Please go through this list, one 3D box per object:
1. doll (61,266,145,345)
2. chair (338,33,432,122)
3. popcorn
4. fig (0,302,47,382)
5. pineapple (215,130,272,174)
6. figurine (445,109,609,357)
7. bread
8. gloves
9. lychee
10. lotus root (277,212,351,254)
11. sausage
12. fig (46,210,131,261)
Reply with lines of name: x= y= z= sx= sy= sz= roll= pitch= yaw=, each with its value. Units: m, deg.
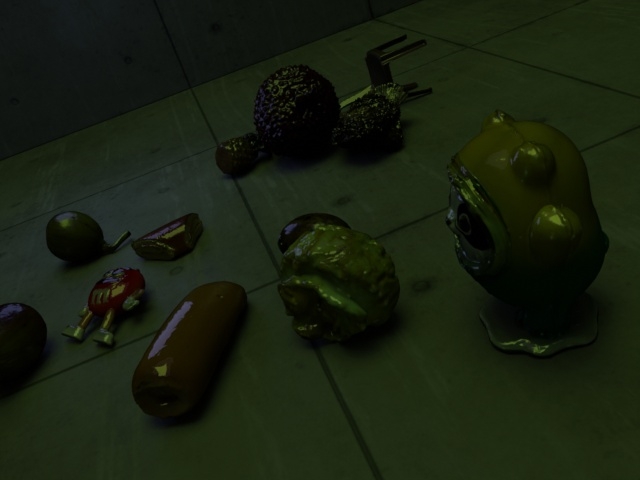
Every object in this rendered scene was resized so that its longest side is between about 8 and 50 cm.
doll: x=-0.463 y=0.133 z=1.357 sx=0.183 sy=0.085 sz=0.217 roll=0 pitch=44 yaw=33
chair: x=0.178 y=-0.517 z=1.968 sx=0.327 sy=0.183 sz=0.175 roll=-23 pitch=29 yaw=-9
popcorn: x=0.029 y=0.071 z=1.066 sx=0.221 sy=0.204 sz=0.184 roll=-9 pitch=28 yaw=47
fig: x=-0.657 y=0.226 z=1.232 sx=0.170 sy=0.145 sz=0.274 roll=-24 pitch=15 yaw=-7
pineapple: x=-0.217 y=-0.291 z=1.906 sx=0.119 sy=0.111 sz=0.237 roll=41 pitch=49 yaw=21
figurine: x=0.307 y=-0.018 z=0.899 sx=0.232 sy=0.340 sz=0.323 roll=-16 pitch=31 yaw=5
bread: x=-0.378 y=-0.008 z=1.553 sx=0.192 sy=0.067 sz=0.119 roll=-31 pitch=32 yaw=-20
gloves: x=0.147 y=-0.336 z=1.728 sx=0.210 sy=0.135 sz=0.312 roll=3 pitch=36 yaw=34
lychee: x=-0.071 y=-0.377 z=1.779 sx=0.264 sy=0.264 sz=0.300 roll=-35 pitch=-2 yaw=-26
lotus root: x=0.000 y=0.000 z=1.271 sx=0.210 sy=0.120 sz=0.120 roll=1 pitch=35 yaw=35
sausage: x=-0.231 y=0.172 z=1.132 sx=0.134 sy=0.116 sz=0.354 roll=-20 pitch=24 yaw=20
fig: x=-0.651 y=0.001 z=1.666 sx=0.142 sy=0.186 sz=0.148 roll=-55 pitch=-1 yaw=32
